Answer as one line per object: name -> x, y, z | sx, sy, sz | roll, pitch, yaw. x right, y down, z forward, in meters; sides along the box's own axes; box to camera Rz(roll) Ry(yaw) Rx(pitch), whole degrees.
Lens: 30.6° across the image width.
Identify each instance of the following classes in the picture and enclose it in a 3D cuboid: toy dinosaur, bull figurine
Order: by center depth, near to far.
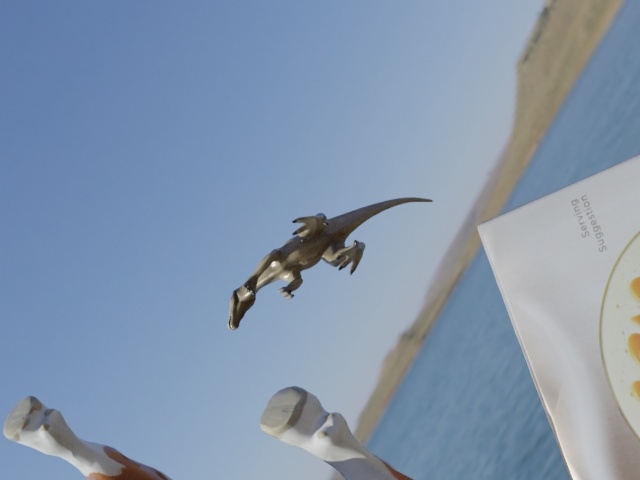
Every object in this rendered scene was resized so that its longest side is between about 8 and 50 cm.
bull figurine -> -0.050, 0.155, 0.542 | 0.310, 0.188, 0.101 | -13, 44, 40
toy dinosaur -> 0.000, 0.000, 0.848 | 0.183, 0.053, 0.092 | -32, 6, -3

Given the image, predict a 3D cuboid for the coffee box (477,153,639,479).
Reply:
coffee box -> 0.171, 0.082, 0.395 | 0.141, 0.247, 0.098 | -24, -11, 32
